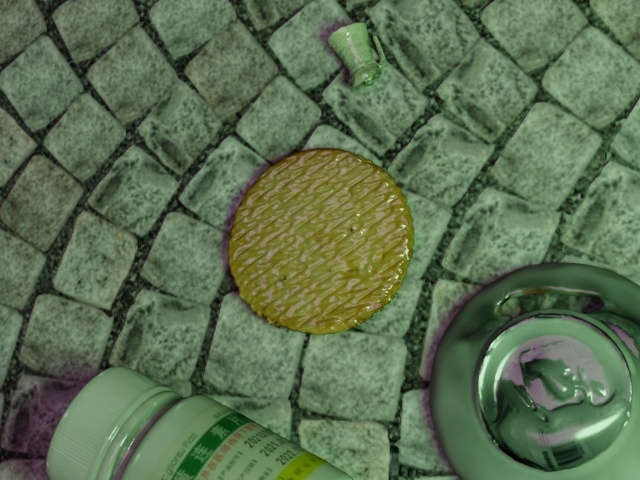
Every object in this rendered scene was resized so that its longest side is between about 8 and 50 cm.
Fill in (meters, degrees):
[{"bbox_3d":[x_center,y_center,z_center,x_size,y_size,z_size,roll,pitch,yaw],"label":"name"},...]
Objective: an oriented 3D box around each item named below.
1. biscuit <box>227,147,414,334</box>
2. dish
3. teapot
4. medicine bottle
[{"bbox_3d":[0.000,0.000,1.521,0.253,0.035,0.254,-3,80,17],"label":"biscuit"},{"bbox_3d":[0.275,0.176,1.359,0.324,0.124,0.324,-3,79,16],"label":"dish"},{"bbox_3d":[0.052,-0.242,1.543,0.067,0.057,0.083,-18,80,-17],"label":"teapot"},{"bbox_3d":[-0.148,0.302,1.419,0.339,0.208,0.208,26,88,19],"label":"medicine bottle"}]
